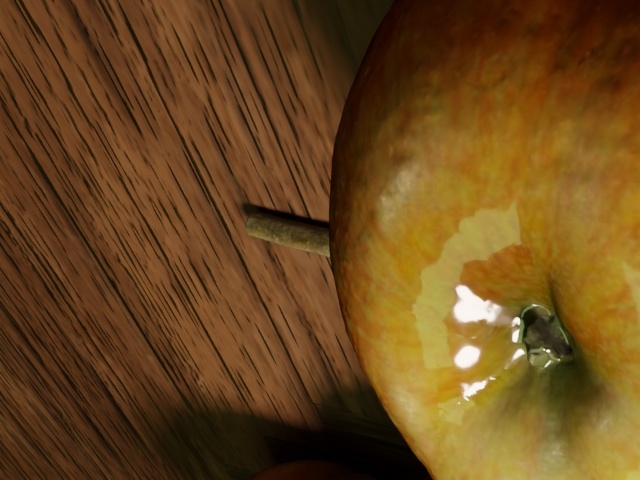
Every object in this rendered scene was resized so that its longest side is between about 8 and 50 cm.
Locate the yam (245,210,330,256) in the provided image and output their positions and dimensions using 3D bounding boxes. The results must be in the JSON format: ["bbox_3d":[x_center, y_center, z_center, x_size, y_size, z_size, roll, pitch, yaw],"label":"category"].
[{"bbox_3d":[0.000,0.000,0.789,0.116,0.021,0.021,14,143,23],"label":"yam"}]

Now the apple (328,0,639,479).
[{"bbox_3d":[0.137,0.012,0.493,0.309,0.250,0.277,40,146,-9],"label":"apple"}]

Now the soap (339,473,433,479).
[{"bbox_3d":[0.133,0.313,0.767,0.128,0.232,0.359,0,-175,-26],"label":"soap"}]

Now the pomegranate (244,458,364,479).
[{"bbox_3d":[-0.019,0.337,1.019,0.252,0.270,0.229,48,152,-13],"label":"pomegranate"}]
